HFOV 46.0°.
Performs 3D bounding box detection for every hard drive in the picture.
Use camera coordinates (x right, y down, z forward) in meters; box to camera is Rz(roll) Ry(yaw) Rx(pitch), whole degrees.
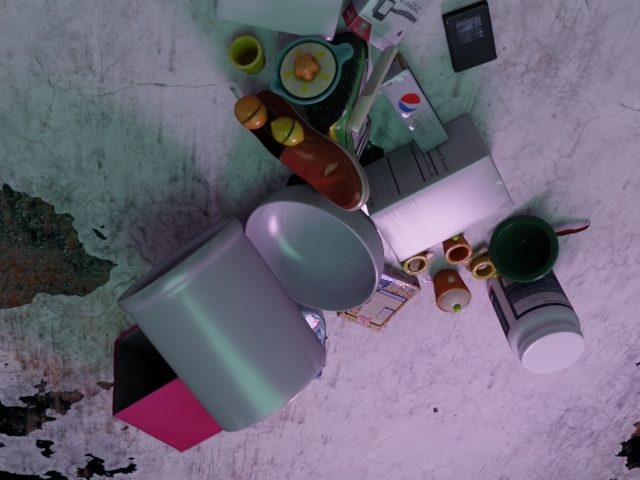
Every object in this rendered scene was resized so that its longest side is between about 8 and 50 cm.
[{"bbox_3d":[-0.050,-0.549,1.356,0.232,0.047,0.353,9,129,-9],"label":"hard drive"},{"bbox_3d":[0.312,-0.423,1.572,0.094,0.022,0.135,-18,132,6],"label":"hard drive"}]

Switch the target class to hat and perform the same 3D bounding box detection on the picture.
[{"bbox_3d":[0.575,0.027,1.982,0.208,0.173,0.183,2,177,35],"label":"hat"}]

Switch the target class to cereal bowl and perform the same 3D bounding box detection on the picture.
[{"bbox_3d":[0.000,0.000,1.773,0.338,0.141,0.339,17,137,16],"label":"cereal bowl"}]

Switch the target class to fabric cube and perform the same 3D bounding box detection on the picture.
[{"bbox_3d":[-0.363,0.355,1.987,0.254,0.259,0.258,-33,132,17],"label":"fabric cube"}]

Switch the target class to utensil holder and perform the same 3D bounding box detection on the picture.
[{"bbox_3d":[-0.217,0.192,1.721,0.327,0.327,0.386,-31,101,17],"label":"utensil holder"}]

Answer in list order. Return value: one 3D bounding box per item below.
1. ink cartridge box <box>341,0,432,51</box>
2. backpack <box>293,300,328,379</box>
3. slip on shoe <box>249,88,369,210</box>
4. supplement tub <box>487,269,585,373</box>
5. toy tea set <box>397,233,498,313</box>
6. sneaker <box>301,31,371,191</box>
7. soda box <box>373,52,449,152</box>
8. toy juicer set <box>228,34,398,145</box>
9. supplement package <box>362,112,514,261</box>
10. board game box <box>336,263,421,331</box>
[{"bbox_3d":[0.132,-0.453,1.447,0.109,0.063,0.150,25,124,-29],"label":"ink cartridge box"},{"bbox_3d":[-0.092,0.253,2.004,0.225,0.191,0.254,-4,127,-6],"label":"backpack"},{"bbox_3d":[-0.036,-0.178,1.541,0.331,0.101,0.123,45,130,11],"label":"slip on shoe"},{"bbox_3d":[0.573,0.197,2.012,0.191,0.272,0.191,-5,133,-6],"label":"supplement tub"},{"bbox_3d":[0.322,0.071,1.951,0.336,0.124,0.200,32,119,-33],"label":"toy tea set"},{"bbox_3d":[0.042,-0.278,1.605,0.146,0.134,0.344,-24,137,-42],"label":"sneaker"},{"bbox_3d":[0.199,-0.294,1.630,0.069,0.074,0.216,-29,131,15],"label":"soda box"},{"bbox_3d":[-0.026,-0.288,1.449,0.328,0.209,0.089,4,173,13],"label":"toy juicer set"},{"bbox_3d":[0.260,-0.120,1.731,0.292,0.175,0.177,-26,130,13],"label":"supplement package"},{"bbox_3d":[0.155,0.155,2.048,0.146,0.045,0.193,24,123,-29],"label":"board game box"}]
